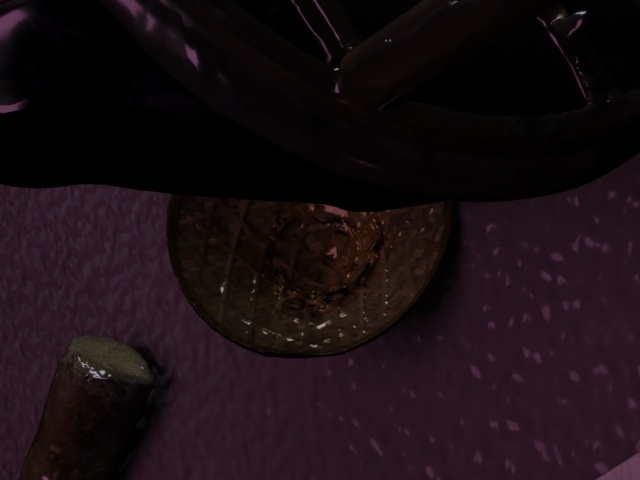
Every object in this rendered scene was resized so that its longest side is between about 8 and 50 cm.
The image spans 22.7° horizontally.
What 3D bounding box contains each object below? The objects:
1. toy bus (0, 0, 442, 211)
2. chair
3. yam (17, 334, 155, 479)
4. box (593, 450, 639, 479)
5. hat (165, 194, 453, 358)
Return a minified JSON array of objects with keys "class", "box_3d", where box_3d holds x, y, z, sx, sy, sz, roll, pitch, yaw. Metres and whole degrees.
[{"class":"toy bus","box_3d":[-0.029,-0.094,0.670,0.127,0.303,0.147,-30,63,47]},{"class":"chair","box_3d":[0.111,-0.230,0.466,0.364,0.362,0.410,57,143,9]},{"class":"yam","box_3d":[-0.173,0.177,1.005,0.061,0.061,0.274,48,124,37]},{"class":"box","box_3d":[0.139,0.154,0.678,0.198,0.029,0.109,-43,59,40]},{"class":"hat","box_3d":[0.000,0.000,0.818,0.146,0.067,0.146,-4,68,10]}]
